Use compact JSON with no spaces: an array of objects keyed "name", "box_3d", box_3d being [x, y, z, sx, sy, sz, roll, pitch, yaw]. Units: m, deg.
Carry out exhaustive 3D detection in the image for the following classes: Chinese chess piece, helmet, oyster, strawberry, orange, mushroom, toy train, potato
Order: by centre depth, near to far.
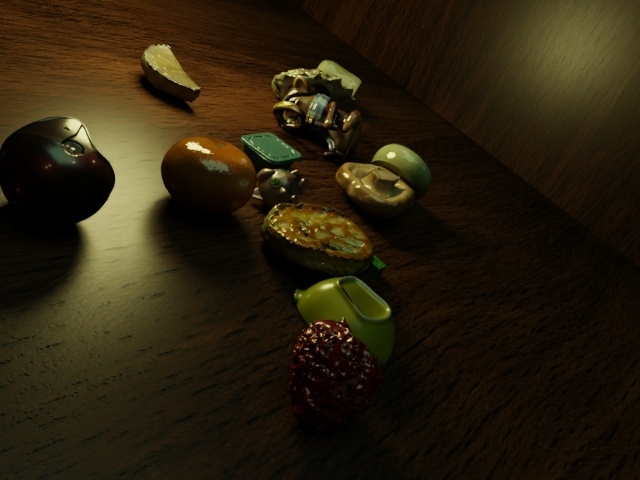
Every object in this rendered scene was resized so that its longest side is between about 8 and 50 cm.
[{"name":"strawberry","box_3d":[0.018,0.257,1.050,0.184,0.187,0.201,32,67,13]},{"name":"helmet","box_3d":[-0.524,-0.129,1.105,0.216,0.189,0.193,23,40,-22]},{"name":"orange","box_3d":[-0.279,-0.158,1.392,0.240,0.171,0.240,20,24,-10]},{"name":"toy train","box_3d":[0.098,0.020,1.595,0.209,0.042,0.044,43,31,20]},{"name":"potato","box_3d":[-0.513,-0.537,1.832,0.138,0.098,0.243,-12,56,-46]},{"name":"mushroom","box_3d":[0.182,-0.169,1.858,0.278,0.146,0.278,16,34,-11]},{"name":"Chinese chess piece","box_3d":[0.286,-0.244,1.999,0.238,0.238,0.092,37,74,11]},{"name":"oyster","box_3d":[-0.039,-0.604,2.222,0.351,0.238,0.115,11,61,17]}]

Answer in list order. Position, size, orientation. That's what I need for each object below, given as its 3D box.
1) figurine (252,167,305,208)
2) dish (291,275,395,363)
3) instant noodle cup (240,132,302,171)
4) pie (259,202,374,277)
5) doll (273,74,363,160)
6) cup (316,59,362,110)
[{"name":"figurine","box_3d":[-0.119,-0.149,1.575,0.138,0.125,0.125,17,27,13]},{"name":"dish","box_3d":[0.075,0.163,1.291,0.221,0.108,0.262,-6,46,-48]},{"name":"instant noodle cup","box_3d":[-0.164,-0.274,1.776,0.157,0.070,0.179,39,31,16]},{"name":"pie","box_3d":[0.000,0.000,1.456,0.315,0.092,0.315,17,24,-8]},{"name":"doll","box_3d":[-0.004,-0.439,2.080,0.339,0.209,0.318,35,-3,3]},{"name":"cup","box_3d":[0.073,-0.725,2.572,0.202,0.173,0.255,31,30,-3]}]
